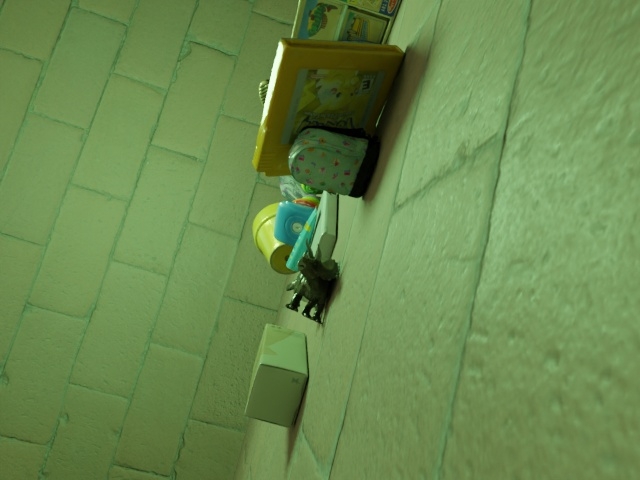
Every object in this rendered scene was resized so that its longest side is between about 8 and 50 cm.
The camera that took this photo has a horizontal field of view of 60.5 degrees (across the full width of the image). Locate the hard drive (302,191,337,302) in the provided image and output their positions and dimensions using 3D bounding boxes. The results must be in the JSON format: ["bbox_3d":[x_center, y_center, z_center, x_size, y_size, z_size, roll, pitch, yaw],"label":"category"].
[{"bbox_3d":[0.000,0.000,1.678,0.353,0.047,0.233,-84,10,-63],"label":"hard drive"}]

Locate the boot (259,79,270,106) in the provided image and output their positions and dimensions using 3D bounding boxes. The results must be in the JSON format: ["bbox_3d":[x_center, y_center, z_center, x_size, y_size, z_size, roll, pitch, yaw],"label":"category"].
[{"bbox_3d":[-0.123,-0.530,1.983,0.248,0.090,0.206,51,-137,-43],"label":"boot"}]

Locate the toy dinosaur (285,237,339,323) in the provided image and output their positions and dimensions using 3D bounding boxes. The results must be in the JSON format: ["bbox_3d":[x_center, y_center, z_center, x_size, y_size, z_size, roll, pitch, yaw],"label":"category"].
[{"bbox_3d":[-0.019,0.109,1.356,0.160,0.121,0.313,-63,-1,-8],"label":"toy dinosaur"}]

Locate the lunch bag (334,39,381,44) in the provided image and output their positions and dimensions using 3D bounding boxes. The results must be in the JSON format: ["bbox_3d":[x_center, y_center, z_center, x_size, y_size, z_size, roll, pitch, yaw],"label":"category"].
[{"bbox_3d":[0.096,-0.505,1.553,0.096,0.151,0.128,111,172,-45],"label":"lunch bag"}]

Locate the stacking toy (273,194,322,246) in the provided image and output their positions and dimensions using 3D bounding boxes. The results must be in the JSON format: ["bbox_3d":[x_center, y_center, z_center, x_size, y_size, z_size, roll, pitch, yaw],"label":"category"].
[{"bbox_3d":[-0.038,-0.103,2.007,0.302,0.175,0.165,-55,-20,-61],"label":"stacking toy"}]

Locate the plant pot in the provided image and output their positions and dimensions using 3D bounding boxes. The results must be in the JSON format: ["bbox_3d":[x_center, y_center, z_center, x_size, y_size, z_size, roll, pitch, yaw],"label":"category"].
[{"bbox_3d":[-0.148,0.008,2.282,0.239,0.254,0.254,-107,30,-53],"label":"plant pot"}]

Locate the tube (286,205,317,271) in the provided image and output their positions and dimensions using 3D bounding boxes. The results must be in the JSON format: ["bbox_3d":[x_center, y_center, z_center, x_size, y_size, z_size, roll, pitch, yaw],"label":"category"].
[{"bbox_3d":[-0.048,-0.004,1.714,0.080,0.052,0.207,-110,41,-70],"label":"tube"}]

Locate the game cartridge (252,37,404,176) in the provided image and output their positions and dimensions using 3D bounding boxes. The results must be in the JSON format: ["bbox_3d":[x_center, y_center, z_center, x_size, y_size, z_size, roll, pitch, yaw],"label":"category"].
[{"bbox_3d":[0.011,-0.280,1.214,0.052,0.285,0.323,59,144,37],"label":"game cartridge"}]

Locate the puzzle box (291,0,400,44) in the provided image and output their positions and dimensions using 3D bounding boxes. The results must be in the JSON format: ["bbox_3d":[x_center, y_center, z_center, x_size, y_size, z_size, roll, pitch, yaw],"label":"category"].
[{"bbox_3d":[0.056,-0.599,1.609,0.408,0.272,0.052,110,174,-48],"label":"puzzle box"}]

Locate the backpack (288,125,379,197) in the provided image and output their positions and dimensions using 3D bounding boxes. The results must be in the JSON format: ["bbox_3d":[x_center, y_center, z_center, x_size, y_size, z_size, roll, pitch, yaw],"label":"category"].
[{"bbox_3d":[0.023,-0.173,1.184,0.115,0.182,0.151,-82,10,-57],"label":"backpack"}]

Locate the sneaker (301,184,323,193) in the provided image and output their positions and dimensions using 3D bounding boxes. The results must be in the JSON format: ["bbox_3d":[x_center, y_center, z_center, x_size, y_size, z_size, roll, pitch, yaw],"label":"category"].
[{"bbox_3d":[-0.002,-0.212,1.971,0.109,0.124,0.295,-60,-14,0],"label":"sneaker"}]

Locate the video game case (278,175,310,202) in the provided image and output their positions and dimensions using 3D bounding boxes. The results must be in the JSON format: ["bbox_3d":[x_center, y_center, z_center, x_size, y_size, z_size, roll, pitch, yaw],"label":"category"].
[{"bbox_3d":[-0.097,-0.205,2.318,0.026,0.196,0.274,-47,-16,-16],"label":"video game case"}]

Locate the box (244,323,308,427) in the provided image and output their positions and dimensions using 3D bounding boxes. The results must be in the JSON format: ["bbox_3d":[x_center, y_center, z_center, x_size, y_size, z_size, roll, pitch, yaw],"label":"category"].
[{"bbox_3d":[-0.110,0.339,1.429,0.311,0.121,0.147,-112,38,-82],"label":"box"}]
